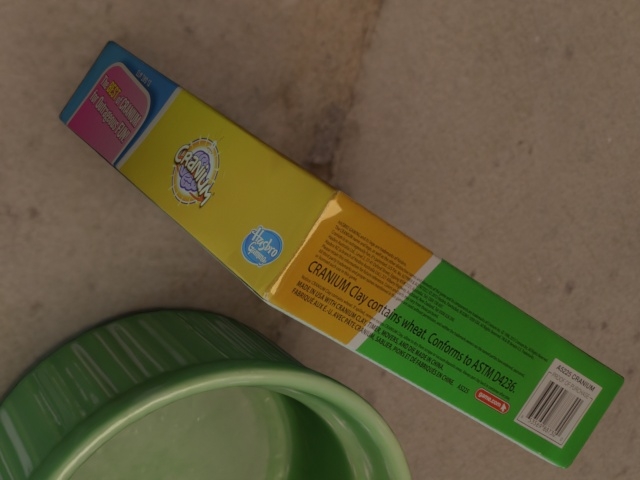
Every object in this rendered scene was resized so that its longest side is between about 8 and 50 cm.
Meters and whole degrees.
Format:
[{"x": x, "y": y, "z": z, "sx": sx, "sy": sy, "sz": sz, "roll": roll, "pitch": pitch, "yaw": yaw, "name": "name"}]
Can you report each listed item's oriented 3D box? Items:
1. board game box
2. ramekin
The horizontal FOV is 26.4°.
[{"x": 0.000, "y": 0.000, "z": 0.826, "sx": 0.242, "sy": 0.316, "sz": 0.064, "roll": 32, "pitch": 93, "yaw": -36, "name": "board game box"}, {"x": -0.099, "y": 0.197, "z": 0.957, "sx": 0.303, "sy": 0.148, "sz": 0.303, "roll": -11, "pitch": 116, "yaw": -25, "name": "ramekin"}]
